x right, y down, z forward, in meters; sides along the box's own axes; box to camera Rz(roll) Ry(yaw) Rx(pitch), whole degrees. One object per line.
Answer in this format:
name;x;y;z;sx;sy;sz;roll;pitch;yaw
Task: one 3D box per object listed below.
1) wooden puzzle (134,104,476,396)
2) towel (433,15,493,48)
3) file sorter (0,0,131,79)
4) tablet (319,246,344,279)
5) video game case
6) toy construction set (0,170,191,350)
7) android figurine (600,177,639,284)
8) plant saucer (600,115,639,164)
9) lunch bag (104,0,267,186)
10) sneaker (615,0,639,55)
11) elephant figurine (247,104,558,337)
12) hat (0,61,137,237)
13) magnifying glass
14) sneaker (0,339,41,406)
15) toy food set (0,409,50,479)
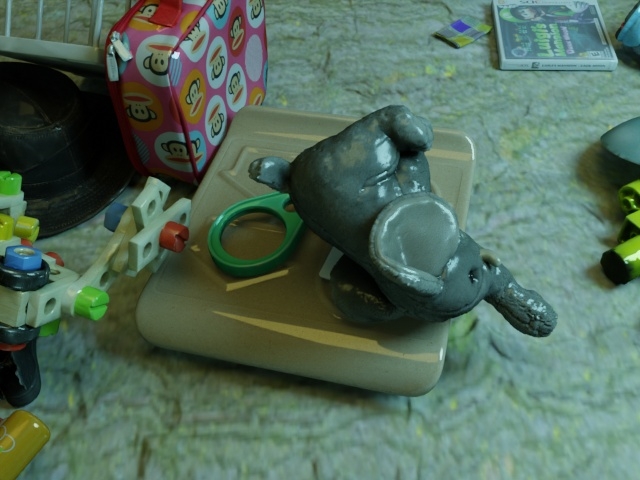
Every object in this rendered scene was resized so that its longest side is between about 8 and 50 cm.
wooden puzzle;0.000;0.000;0.801;0.321;0.081;0.348;9;54;12
towel;0.234;-0.342;1.136;0.083;0.009;0.060;-30;52;-22
file sorter;-0.307;-0.315;0.946;0.192;0.173;0.277;9;8;13
tablet;0.038;0.013;0.732;0.054;0.006;0.083;17;55;17
video game case;0.368;-0.334;1.111;0.173;0.022;0.191;2;48;6
toy construction set;-0.302;0.007;0.714;0.327;0.151;0.215;4;12;16
android figurine;0.462;0.003;0.777;0.272;0.056;0.248;-23;50;-14
plant saucer;0.452;-0.125;0.858;0.194;0.038;0.195;4;26;-2
lunch bag;-0.162;-0.244;0.905;0.120;0.258;0.293;11;49;13
sneaker;0.579;-0.332;1.064;0.261;0.104;0.125;-30;70;-16
elephant figurine;0.082;0.007;0.647;0.185;0.169;0.240;-28;72;14
hat;-0.402;-0.156;0.929;0.330;0.134;0.332;-2;49;2
magnifying glass;-0.023;-0.042;0.769;0.231;0.026;0.092;-35;57;-21
sneaker;-0.326;0.104;0.714;0.051;0.089;0.170;-22;50;-16
toy food set;-0.358;0.178;0.633;0.232;0.111;0.105;23;53;19
